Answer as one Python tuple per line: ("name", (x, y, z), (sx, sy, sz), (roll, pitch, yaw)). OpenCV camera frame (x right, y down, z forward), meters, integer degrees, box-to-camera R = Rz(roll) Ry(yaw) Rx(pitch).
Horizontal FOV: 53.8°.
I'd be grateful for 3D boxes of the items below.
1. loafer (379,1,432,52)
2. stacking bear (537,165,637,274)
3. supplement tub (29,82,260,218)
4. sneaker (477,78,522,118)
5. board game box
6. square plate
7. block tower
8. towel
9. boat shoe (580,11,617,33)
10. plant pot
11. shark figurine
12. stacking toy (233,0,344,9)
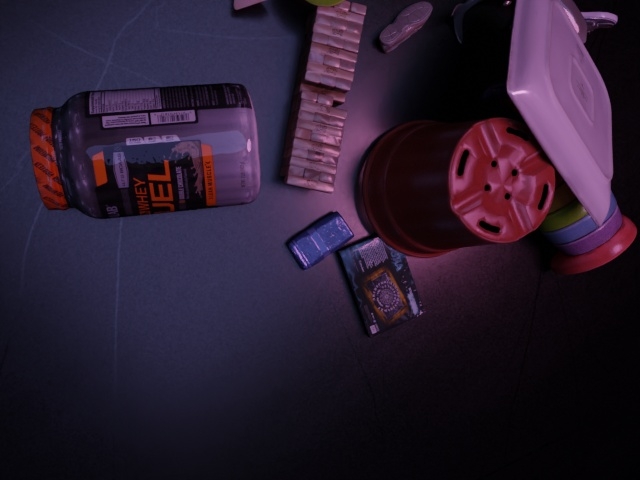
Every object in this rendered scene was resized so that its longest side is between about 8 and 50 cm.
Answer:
("loafer", (0.162, -0.408, 1.207), (0.125, 0.039, 0.045), (-40, 69, -10))
("stacking bear", (0.473, -0.094, 1.249), (0.175, 0.164, 0.289), (-40, 98, -7))
("supplement tub", (-0.278, -0.146, 1.036), (0.338, 0.207, 0.207), (-7, 96, -12))
("sneaker", (0.418, -0.275, 1.254), (0.221, 0.083, 0.087), (4, 99, -11))
("board game box", (0.120, 0.083, 1.242), (0.126, 0.026, 0.186), (-22, 99, -11))
("square plate", (0.434, -0.257, 1.100), (0.347, 0.049, 0.344), (43, 48, -31))
("block tower", (0.000, -0.259, 1.151), (0.091, 0.097, 0.335), (10, 91, -14))
("towel", (0.000, 0.000, 1.205), (0.119, 0.029, 0.067), (-33, 101, -8))
("boat shoe", (0.533, -0.439, 1.283), (0.142, 0.049, 0.040), (1, 92, -6))
("plant pot", (0.250, -0.098, 1.119), (0.272, 0.265, 0.272), (0, 91, -19))
("shark figurine", (0.381, -0.472, 1.201), (0.278, 0.116, 0.166), (2, 84, -2))
("stacking toy", (-0.040, -0.548, 1.074), (0.309, 0.130, 0.279), (3, 118, 21))
